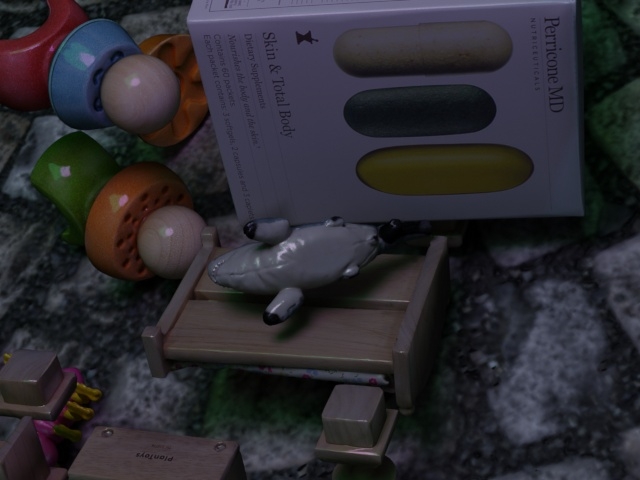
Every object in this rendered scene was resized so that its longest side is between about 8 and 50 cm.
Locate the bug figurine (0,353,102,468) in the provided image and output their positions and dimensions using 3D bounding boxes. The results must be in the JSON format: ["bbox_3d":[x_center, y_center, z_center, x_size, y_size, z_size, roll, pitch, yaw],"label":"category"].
[{"bbox_3d":[-0.290,0.163,1.141,0.279,0.072,0.216,25,72,16],"label":"bug figurine"}]

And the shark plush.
[{"bbox_3d":[0.000,0.000,1.055,0.161,0.073,0.067,-26,7,-15],"label":"shark plush"}]

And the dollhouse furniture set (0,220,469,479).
[{"bbox_3d":[-0.064,0.117,1.100,0.303,0.174,0.355,3,36,18],"label":"dollhouse furniture set"}]

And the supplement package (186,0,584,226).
[{"bbox_3d":[0.062,-0.149,1.102,0.262,0.199,0.198,-2,44,11],"label":"supplement package"}]

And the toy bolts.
[{"bbox_3d":[-0.136,-0.098,1.185,0.158,0.228,0.218,25,64,35],"label":"toy bolts"}]
